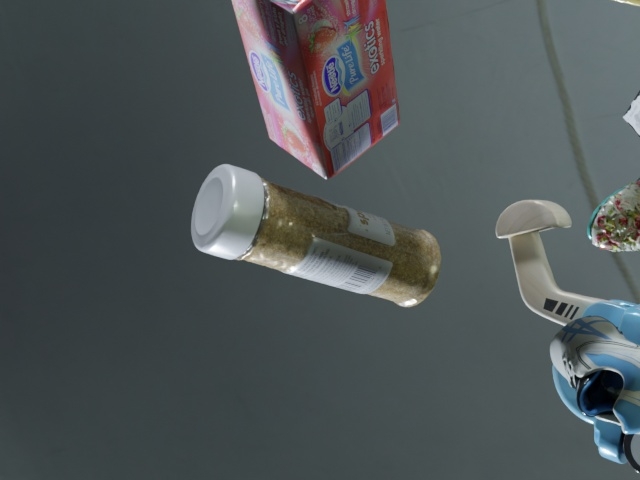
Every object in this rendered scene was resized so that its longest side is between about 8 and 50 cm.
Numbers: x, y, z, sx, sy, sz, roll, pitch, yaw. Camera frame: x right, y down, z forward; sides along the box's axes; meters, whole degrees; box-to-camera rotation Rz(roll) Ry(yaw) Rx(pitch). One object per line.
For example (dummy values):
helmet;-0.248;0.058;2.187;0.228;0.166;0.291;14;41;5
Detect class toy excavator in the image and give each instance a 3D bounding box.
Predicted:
toy excavator;0.506;0.170;1.727;0.445;0.222;0.433;15;100;31

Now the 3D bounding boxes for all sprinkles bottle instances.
sprinkles bottle;0.000;0.000;1.307;0.121;0.355;0.121;-33;49;47

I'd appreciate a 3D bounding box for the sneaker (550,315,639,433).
sneaker;0.273;0.130;0.917;0.086;0.237;0.085;-20;97;-7

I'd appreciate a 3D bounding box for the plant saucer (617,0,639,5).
plant saucer;0.291;-0.318;0.614;0.332;0.081;0.333;17;127;17

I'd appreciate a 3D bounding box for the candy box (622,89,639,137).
candy box;0.555;-0.248;1.359;0.071;0.159;0.233;55;168;18

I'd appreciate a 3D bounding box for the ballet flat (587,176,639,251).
ballet flat;0.406;-0.034;1.088;0.077;0.241;0.091;25;121;41

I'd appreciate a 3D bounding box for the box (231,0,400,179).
box;-0.003;-0.252;1.275;0.142;0.154;0.300;36;157;33
